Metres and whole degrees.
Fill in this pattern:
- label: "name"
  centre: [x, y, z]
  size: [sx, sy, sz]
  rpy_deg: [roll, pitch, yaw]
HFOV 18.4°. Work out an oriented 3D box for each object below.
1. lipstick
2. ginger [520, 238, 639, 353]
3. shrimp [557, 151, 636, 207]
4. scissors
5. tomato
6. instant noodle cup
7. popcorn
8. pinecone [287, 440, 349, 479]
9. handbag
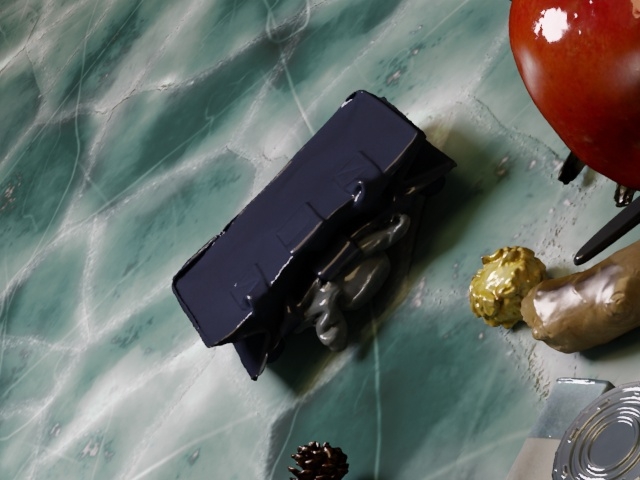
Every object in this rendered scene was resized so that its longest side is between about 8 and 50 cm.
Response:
- label: "lipstick"
  centre: [0.169, 0.262, 1.631]
  size: [0.068, 0.066, 0.317]
  rpy_deg: [-1, 53, 53]
- label: "ginger"
  centre: [0.260, 0.047, 1.772]
  size: [0.190, 0.069, 0.095]
  rpy_deg: [-26, 40, 33]
- label: "shrimp"
  centre: [0.297, -0.098, 1.935]
  size: [0.150, 0.051, 0.217]
  rpy_deg: [-25, 28, 42]
- label: "scissors"
  centre: [0.311, -0.043, 1.806]
  size: [0.220, 0.017, 0.088]
  rpy_deg: [-38, 27, -20]
- label: "tomato"
  centre: [0.334, -0.186, 1.719]
  size: [0.325, 0.293, 0.290]
  rpy_deg: [3, 56, 38]
- label: "instant noodle cup"
  centre: [0.262, 0.189, 1.531]
  size: [0.177, 0.125, 0.208]
  rpy_deg: [-11, 45, 48]
- label: "popcorn"
  centre: [0.178, 0.044, 1.906]
  size: [0.083, 0.057, 0.082]
  rpy_deg: [0, 60, 50]
- label: "pinecone"
  centre: [-0.002, 0.235, 1.897]
  size: [0.077, 0.077, 0.083]
  rpy_deg: [-25, 76, 36]
- label: "handbag"
  centre: [0.000, 0.000, 2.152]
  size: [0.325, 0.118, 0.269]
  rpy_deg: [-47, 21, 3]
